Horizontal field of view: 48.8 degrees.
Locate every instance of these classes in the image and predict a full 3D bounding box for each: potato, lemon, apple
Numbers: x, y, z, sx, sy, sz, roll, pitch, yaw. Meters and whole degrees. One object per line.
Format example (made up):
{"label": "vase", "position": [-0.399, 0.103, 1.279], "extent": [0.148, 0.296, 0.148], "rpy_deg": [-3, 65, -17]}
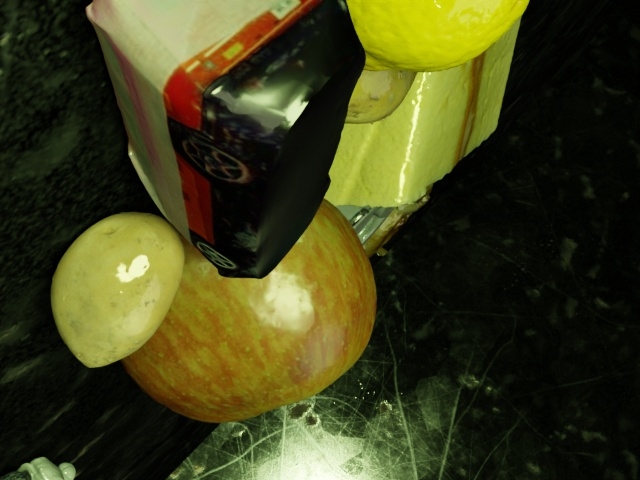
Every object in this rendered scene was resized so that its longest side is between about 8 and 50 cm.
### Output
{"label": "potato", "position": [-0.183, 0.041, 0.647], "extent": [0.147, 0.112, 0.112], "rpy_deg": [-55, 169, 4]}
{"label": "lemon", "position": [0.067, -0.212, 0.476], "extent": [0.178, 0.178, 0.203], "rpy_deg": [-27, 138, -63]}
{"label": "apple", "position": [-0.080, 0.085, 0.818], "extent": [0.277, 0.250, 0.309], "rpy_deg": [-38, 169, -43]}
{"label": "potato", "position": [0.031, -0.174, 0.641], "extent": [0.176, 0.137, 0.137], "rpy_deg": [-40, 168, -43]}

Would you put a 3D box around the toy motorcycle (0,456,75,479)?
{"label": "toy motorcycle", "position": [-0.426, 0.382, 1.024], "extent": [0.151, 0.074, 0.228], "rpy_deg": [-30, 151, -44]}

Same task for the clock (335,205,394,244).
{"label": "clock", "position": [0.000, 0.000, 1.246], "extent": [0.338, 0.102, 0.338], "rpy_deg": [-45, 170, -10]}

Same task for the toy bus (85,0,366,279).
{"label": "toy bus", "position": [-0.065, -0.082, 0.523], "extent": [0.127, 0.147, 0.302], "rpy_deg": [-46, 171, -19]}

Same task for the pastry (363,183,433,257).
{"label": "pastry", "position": [0.151, -0.071, 1.544], "extent": [0.235, 0.121, 0.257], "rpy_deg": [-49, 171, 6]}

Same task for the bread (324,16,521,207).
{"label": "bread", "position": [0.128, -0.261, 1.000], "extent": [0.346, 0.242, 0.404], "rpy_deg": [-25, 123, -56]}
